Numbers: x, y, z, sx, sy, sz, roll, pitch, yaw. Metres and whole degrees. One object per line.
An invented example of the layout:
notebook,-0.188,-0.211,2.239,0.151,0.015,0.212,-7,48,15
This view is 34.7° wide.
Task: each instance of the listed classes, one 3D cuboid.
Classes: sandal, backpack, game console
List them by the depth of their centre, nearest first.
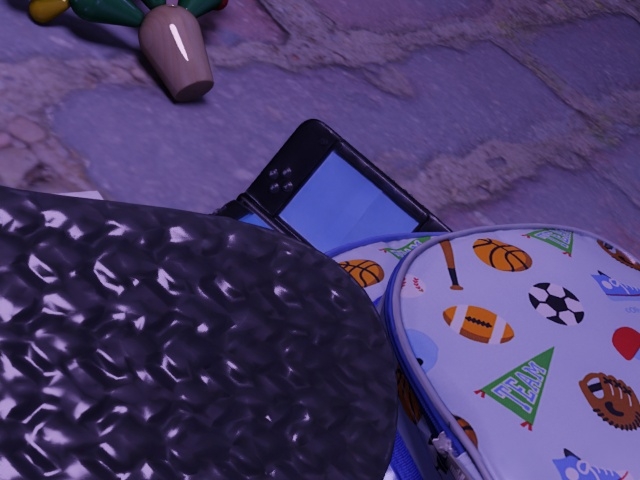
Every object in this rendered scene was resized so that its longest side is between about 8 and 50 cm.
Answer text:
sandal,-0.191,0.040,0.359,0.446,0.107,0.167,16,56,-18
backpack,0.083,0.109,0.528,0.277,0.213,0.263,-2,37,-37
game console,0.000,0.000,0.692,0.144,0.124,0.085,41,8,10

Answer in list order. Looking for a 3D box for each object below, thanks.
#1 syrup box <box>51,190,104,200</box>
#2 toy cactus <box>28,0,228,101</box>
syrup box,-0.109,0.091,0.471,0.093,0.096,0.237,-7,50,-45
toy cactus,-0.143,-0.192,0.818,0.219,0.112,0.180,-10,72,-49
